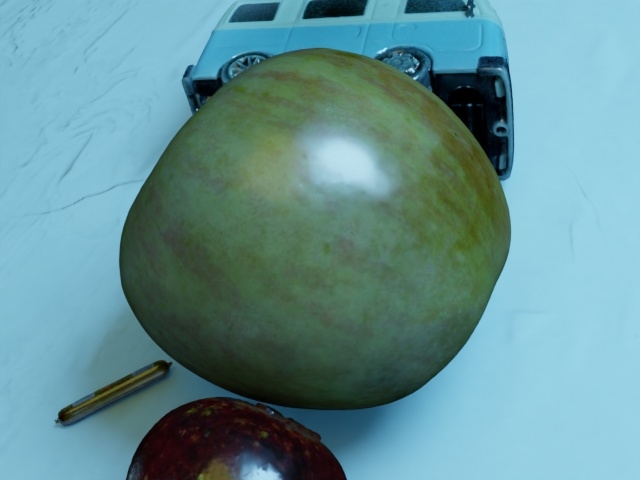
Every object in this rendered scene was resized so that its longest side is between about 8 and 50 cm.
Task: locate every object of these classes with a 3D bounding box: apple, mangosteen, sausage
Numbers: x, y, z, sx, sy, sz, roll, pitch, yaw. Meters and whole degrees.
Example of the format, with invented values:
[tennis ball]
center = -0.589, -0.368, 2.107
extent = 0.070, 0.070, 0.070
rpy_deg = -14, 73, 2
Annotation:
[apple]
center = 0.000, 0.000, 0.651
extent = 0.234, 0.257, 0.257
rpy_deg = 38, 63, -3
[mangosteen]
center = -0.056, 0.192, 0.583
extent = 0.145, 0.156, 0.181
rpy_deg = 11, 82, -12
[sausage]
center = -0.162, 0.119, 0.727
extent = 0.100, 0.015, 0.015
rpy_deg = -27, 52, -10

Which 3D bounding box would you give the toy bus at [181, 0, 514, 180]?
[toy bus]
center = 0.036, -0.142, 0.820
extent = 0.271, 0.133, 0.165
rpy_deg = 1, 48, 14
